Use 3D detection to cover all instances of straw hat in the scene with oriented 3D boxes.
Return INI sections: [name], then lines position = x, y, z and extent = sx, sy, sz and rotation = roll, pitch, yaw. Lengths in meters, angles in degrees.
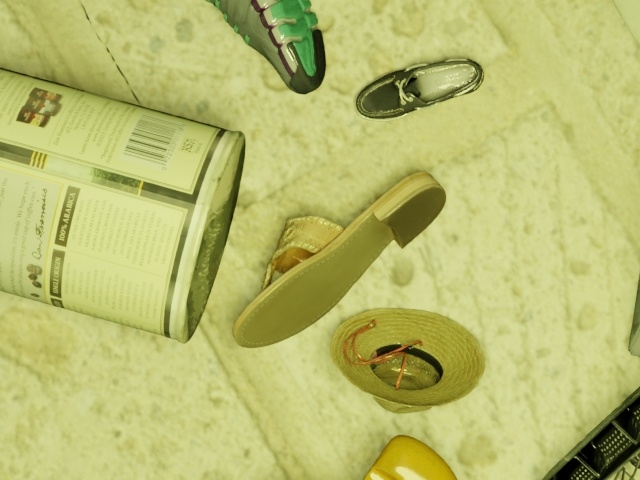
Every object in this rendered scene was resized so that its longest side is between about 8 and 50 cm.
[straw hat]
position = 0.078, 0.128, 1.794
extent = 0.144, 0.144, 0.061
rotation = 10, 128, 4

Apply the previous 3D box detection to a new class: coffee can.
[coffee can]
position = -0.227, -0.038, 1.750
extent = 0.275, 0.201, 0.202
rotation = 16, 90, 4

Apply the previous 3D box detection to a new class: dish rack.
[dish rack]
position = 0.360, 0.237, 1.730
extent = 0.271, 0.074, 0.208
rotation = 41, 120, -2

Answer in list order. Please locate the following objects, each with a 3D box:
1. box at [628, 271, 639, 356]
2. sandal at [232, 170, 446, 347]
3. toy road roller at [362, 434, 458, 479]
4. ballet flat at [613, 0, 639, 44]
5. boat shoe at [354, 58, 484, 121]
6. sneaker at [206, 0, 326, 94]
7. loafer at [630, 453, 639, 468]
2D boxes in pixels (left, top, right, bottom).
[box]
position = 0.418, 0.032, 1.678
extent = 0.262, 0.231, 0.127
rotation = 9, 67, 5
[sandal]
position = 0.002, 0.003, 1.810
extent = 0.240, 0.088, 0.079
rotation = -37, 56, -4
[toy road roller]
position = 0.083, 0.325, 1.730
extent = 0.329, 0.202, 0.241
rotation = 34, 81, 5
[ballet flat]
position = 0.293, -0.320, 1.666
extent = 0.139, 0.139, 0.400
rotation = -16, 90, 3
[boat shoe]
position = 0.092, -0.142, 1.811
extent = 0.125, 0.038, 0.046
rotation = -11, 88, 3
[sneaker]
position = -0.075, -0.229, 1.818
extent = 0.098, 0.083, 0.224
rotation = -26, 85, 26
[loafer]
position = 0.363, 0.171, 1.776
extent = 0.170, 0.061, 0.062
rotation = -21, 90, 4
